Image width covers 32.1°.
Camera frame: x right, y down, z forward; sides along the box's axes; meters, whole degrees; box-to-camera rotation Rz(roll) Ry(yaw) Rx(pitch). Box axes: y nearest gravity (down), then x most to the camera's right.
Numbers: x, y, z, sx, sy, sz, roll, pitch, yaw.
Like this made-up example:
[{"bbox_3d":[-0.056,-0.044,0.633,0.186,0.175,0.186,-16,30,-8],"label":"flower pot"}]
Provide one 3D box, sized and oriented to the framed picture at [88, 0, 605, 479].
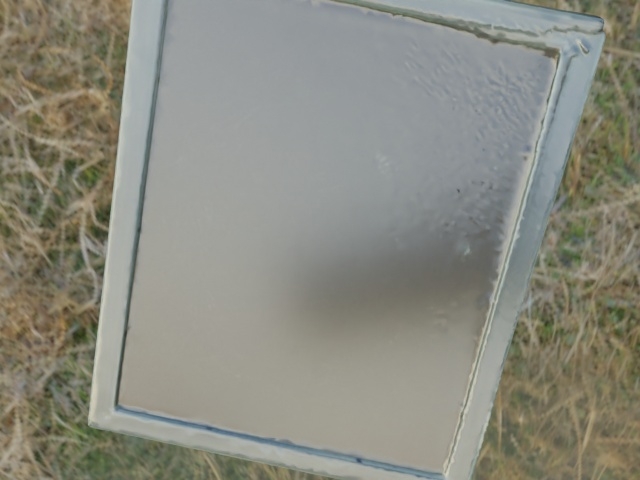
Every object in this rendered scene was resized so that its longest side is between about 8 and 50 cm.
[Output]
[{"bbox_3d":[0.000,0.000,0.511,0.197,0.252,0.014,12,25,1],"label":"framed picture"}]
